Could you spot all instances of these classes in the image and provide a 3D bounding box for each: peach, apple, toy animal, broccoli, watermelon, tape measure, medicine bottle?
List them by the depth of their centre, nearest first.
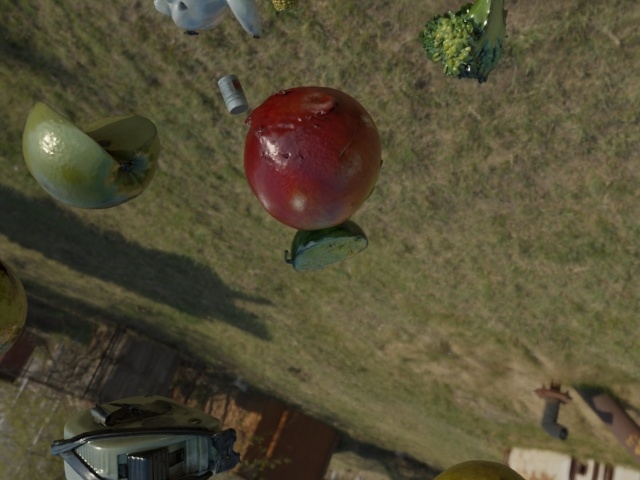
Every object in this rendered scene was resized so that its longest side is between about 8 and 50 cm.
[{"bbox_3d":[-0.311,0.349,0.990,0.271,0.133,0.231,6,-174,41],"label":"tape measure"},{"bbox_3d":[-0.248,-0.535,1.230,0.247,0.183,0.310,3,-165,-18],"label":"toy animal"},{"bbox_3d":[-0.028,-0.204,1.370,0.369,0.370,0.370,17,157,8],"label":"peach"},{"bbox_3d":[-0.537,-0.189,1.371,0.257,0.234,0.295,30,-158,27],"label":"apple"},{"bbox_3d":[0.348,-0.533,1.425,0.180,0.242,0.273,21,140,31],"label":"broccoli"},{"bbox_3d":[-0.233,-0.390,1.549,0.058,0.091,0.058,-21,172,-3],"label":"medicine bottle"},{"bbox_3d":[0.007,-0.001,1.577,0.232,0.127,0.204,-14,160,-5],"label":"watermelon"}]

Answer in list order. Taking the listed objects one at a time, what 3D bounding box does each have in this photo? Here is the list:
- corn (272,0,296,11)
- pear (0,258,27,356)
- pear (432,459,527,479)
[{"bbox_3d":[-0.123,-0.764,1.582,0.091,0.260,0.091,-12,-164,2],"label":"corn"},{"bbox_3d":[-0.698,0.119,1.078,0.283,0.284,0.283,17,157,8],"label":"pear"},{"bbox_3d":[0.261,0.452,0.922,0.208,0.209,0.209,17,157,8],"label":"pear"}]
